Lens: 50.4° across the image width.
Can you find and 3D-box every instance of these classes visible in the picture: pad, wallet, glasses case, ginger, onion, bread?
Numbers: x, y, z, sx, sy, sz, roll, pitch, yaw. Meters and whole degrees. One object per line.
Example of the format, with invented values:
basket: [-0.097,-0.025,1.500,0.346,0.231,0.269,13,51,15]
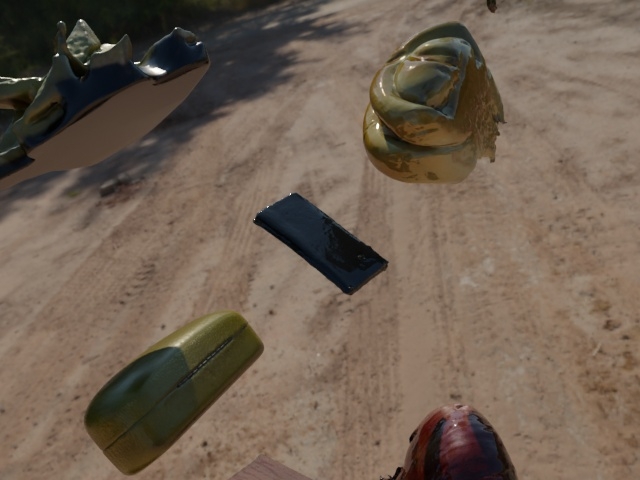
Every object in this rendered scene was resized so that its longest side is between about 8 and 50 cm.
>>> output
pad: [-0.031,0.235,0.601,0.113,0.006,0.188,21,0,12]
wallet: [0.000,0.000,1.460,0.285,0.030,0.146,38,48,19]
glasses case: [-0.246,0.235,1.135,0.173,0.141,0.371,-41,-1,28]
ginger: [-0.407,-0.250,1.090,0.413,0.211,0.358,-29,6,32]
onion: [0.248,0.503,1.344,0.285,0.348,0.347,-4,24,-2]
bread: [0.274,-0.310,1.565,0.329,0.245,0.424,22,50,11]

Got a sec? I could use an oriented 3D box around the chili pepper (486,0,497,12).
chili pepper: [0.332,-0.496,0.957,0.368,0.137,0.092,-48,35,-11]
